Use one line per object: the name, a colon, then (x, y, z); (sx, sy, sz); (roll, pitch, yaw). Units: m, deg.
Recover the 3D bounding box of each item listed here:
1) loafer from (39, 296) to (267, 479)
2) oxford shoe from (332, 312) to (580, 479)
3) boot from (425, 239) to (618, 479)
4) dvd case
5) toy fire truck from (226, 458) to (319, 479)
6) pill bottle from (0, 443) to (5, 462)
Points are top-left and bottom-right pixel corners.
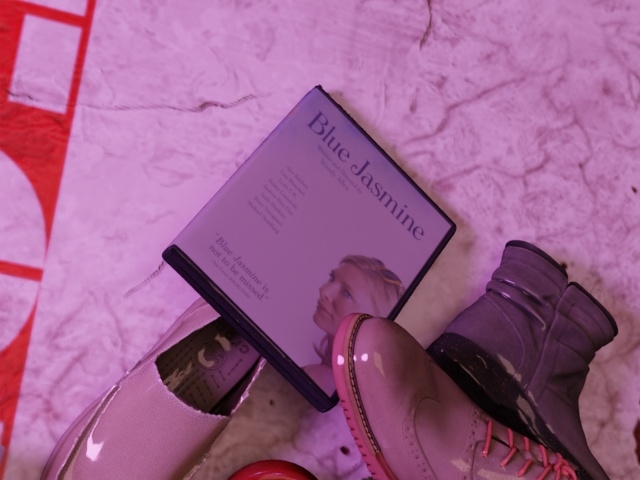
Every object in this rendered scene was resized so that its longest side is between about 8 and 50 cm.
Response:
loafer: (-0.129, 0.140, 1.225); (0.102, 0.092, 0.268); (37, 69, -6)
oxford shoe: (0.139, 0.176, 1.240); (0.348, 0.130, 0.123); (50, 39, -27)
boot: (0.217, 0.126, 1.359); (0.246, 0.083, 0.161); (48, 64, -7)
dvd case: (0.000, 0.000, 1.282); (0.180, 0.022, 0.253); (45, 46, -7)
toy fire truck: (-0.021, 0.338, 1.208); (0.302, 0.169, 0.254); (33, 95, -10)
pill bottle: (-0.298, 0.229, 1.145); (0.103, 0.103, 0.184); (22, 74, -14)
